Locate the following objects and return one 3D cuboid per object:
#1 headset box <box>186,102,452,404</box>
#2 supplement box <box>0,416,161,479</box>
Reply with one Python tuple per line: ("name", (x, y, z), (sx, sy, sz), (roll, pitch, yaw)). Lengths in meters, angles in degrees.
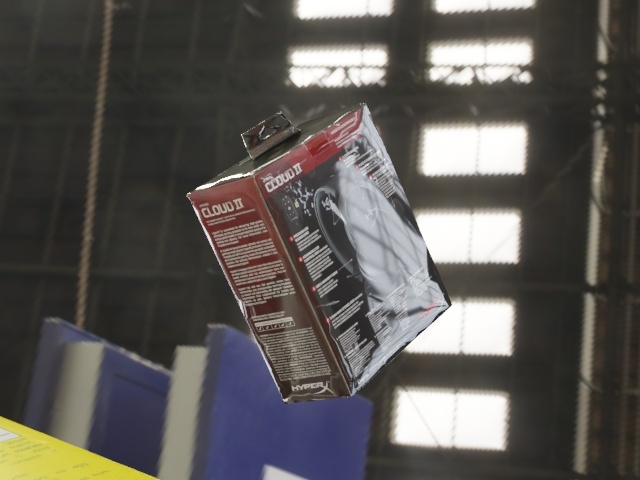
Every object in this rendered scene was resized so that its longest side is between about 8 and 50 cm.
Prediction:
("headset box", (0.000, 0.000, 0.425), (0.032, 0.062, 0.083), (-14, -74, 43))
("supplement box", (-0.271, 0.247, 0.947), (0.356, 0.194, 0.195), (12, -73, 38))
